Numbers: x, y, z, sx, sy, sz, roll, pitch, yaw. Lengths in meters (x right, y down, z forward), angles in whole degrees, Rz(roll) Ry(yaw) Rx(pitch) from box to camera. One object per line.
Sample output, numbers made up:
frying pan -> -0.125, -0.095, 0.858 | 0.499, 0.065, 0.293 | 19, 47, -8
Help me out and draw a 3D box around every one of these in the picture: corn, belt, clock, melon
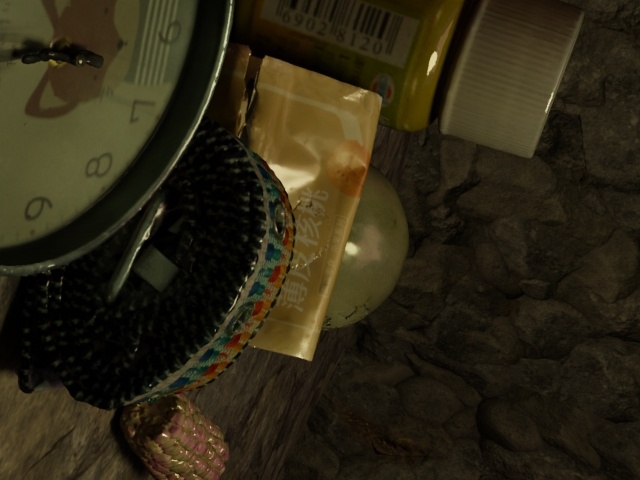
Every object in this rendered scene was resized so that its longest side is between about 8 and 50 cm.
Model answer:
corn -> -0.208, 0.289, 1.512 | 0.335, 0.127, 0.126 | 79, 33, -69
belt -> -0.148, 0.030, 1.012 | 0.160, 0.207, 0.295 | 25, 88, -78
clock -> -0.176, -0.128, 0.708 | 0.325, 0.067, 0.325 | -46, 152, -35
melon -> 0.000, 0.000, 1.585 | 0.330, 0.269, 0.268 | 79, 34, -73

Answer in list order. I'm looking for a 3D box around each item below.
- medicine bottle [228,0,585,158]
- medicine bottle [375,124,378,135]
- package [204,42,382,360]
medicine bottle -> 0.102, -0.247, 1.274 | 0.224, 0.385, 0.224 | 20, 90, -80
medicine bottle -> 0.014, -0.199, 1.620 | 0.237, 0.139, 0.139 | 40, 71, -82
package -> -0.085, -0.047, 1.160 | 0.165, 0.221, 0.311 | 26, 79, -66
